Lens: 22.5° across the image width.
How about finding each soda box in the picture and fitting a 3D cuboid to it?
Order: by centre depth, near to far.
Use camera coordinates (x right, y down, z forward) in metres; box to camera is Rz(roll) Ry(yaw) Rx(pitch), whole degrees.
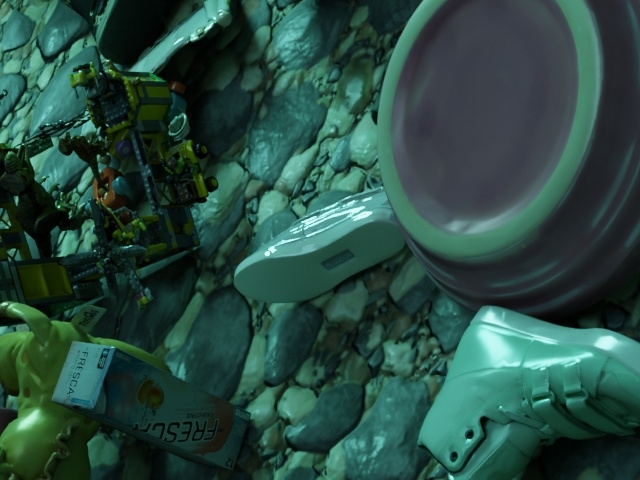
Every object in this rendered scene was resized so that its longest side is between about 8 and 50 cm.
[{"bbox_3d":[-0.147,0.148,1.423,0.063,0.183,0.058,3,70,43],"label":"soda box"}]

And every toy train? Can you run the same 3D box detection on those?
[{"bbox_3d":[-0.188,-0.095,1.728,0.166,0.046,0.125,-38,45,26],"label":"toy train"}]

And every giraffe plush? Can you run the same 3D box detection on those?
[{"bbox_3d":[-0.240,0.171,1.471,0.210,0.181,0.170,104,180,-65],"label":"giraffe plush"}]

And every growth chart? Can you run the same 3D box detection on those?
[{"bbox_3d":[-0.179,-0.196,1.751,0.237,0.021,0.172,-39,17,18],"label":"growth chart"}]

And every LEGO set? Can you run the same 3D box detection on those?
[{"bbox_3d":[-0.291,-0.036,1.623,0.331,0.192,0.255,-12,87,32],"label":"LEGO set"}]

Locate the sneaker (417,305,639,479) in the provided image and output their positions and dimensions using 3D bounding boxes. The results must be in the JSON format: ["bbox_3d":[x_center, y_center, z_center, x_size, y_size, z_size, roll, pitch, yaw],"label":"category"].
[{"bbox_3d":[0.175,0.141,1.175,0.256,0.094,0.151,10,67,58],"label":"sneaker"}]

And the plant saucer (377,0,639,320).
[{"bbox_3d":[0.156,-0.102,1.289,0.332,0.084,0.332,-13,73,49],"label":"plant saucer"}]

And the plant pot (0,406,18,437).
[{"bbox_3d":[-0.351,0.282,1.554,0.201,0.201,0.180,-33,62,26],"label":"plant pot"}]

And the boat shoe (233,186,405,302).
[{"bbox_3d":[0.000,0.000,1.468,0.184,0.066,0.063,-29,34,33],"label":"boat shoe"}]

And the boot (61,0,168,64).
[{"bbox_3d":[-0.221,-0.340,1.869,0.236,0.085,0.178,-61,38,13],"label":"boot"}]
